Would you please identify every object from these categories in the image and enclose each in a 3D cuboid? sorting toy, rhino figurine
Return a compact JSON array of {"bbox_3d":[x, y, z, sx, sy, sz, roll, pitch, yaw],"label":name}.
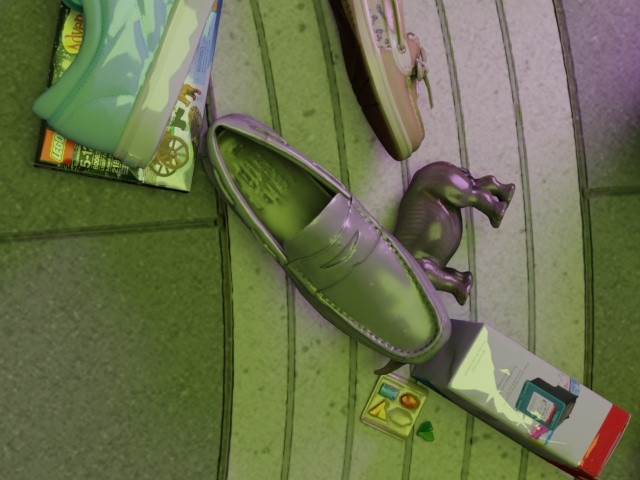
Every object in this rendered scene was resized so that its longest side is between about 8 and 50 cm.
[{"bbox_3d":[0.091,0.181,1.458,0.083,0.012,0.062,26,84,-10],"label":"sorting toy"},{"bbox_3d":[0.108,0.029,1.431,0.106,0.073,0.243,24,86,7],"label":"rhino figurine"}]

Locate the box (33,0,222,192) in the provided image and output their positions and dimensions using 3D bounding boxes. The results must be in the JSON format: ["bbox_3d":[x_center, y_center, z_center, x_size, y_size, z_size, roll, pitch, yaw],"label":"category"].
[{"bbox_3d":[-0.191,-0.175,1.387,0.159,0.044,0.233,9,87,-12],"label":"box"}]

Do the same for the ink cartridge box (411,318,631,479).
[{"bbox_3d":[0.223,0.173,1.424,0.231,0.134,0.078,32,83,-10],"label":"ink cartridge box"}]

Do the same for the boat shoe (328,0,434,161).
[{"bbox_3d":[0.066,-0.225,1.411,0.089,0.104,0.285,-16,92,-9],"label":"boat shoe"}]

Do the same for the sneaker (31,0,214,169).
[{"bbox_3d":[-0.171,-0.260,1.301,0.150,0.135,0.365,19,84,-14],"label":"sneaker"}]

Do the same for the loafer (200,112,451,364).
[{"bbox_3d":[0.000,0.000,1.356,0.319,0.111,0.112,42,90,7],"label":"loafer"}]
